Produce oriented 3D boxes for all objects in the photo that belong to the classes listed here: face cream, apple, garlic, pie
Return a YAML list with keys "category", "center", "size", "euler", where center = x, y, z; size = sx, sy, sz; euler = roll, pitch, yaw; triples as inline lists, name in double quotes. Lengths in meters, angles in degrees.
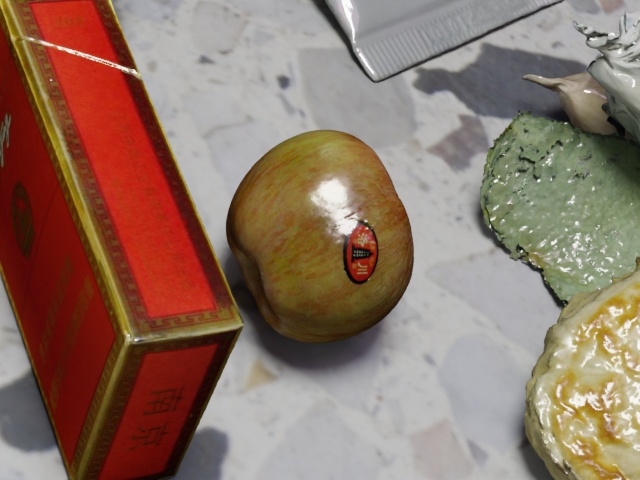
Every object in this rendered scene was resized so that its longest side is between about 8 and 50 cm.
- category: "face cream"
  center: [0.003, -0.324, 1.220]
  size: [0.235, 0.137, 0.420]
  euler: [-27, 77, -38]
- category: "apple"
  center: [-0.001, -0.002, 0.923]
  size: [0.102, 0.126, 0.126]
  euler: [-24, 61, -8]
- category: "garlic"
  center: [0.228, -0.092, 1.136]
  size: [0.152, 0.066, 0.084]
  euler: [-10, 29, -35]
- category: "pie"
  center: [0.226, 0.110, 0.938]
  size: [0.205, 0.084, 0.179]
  euler: [35, 72, 7]

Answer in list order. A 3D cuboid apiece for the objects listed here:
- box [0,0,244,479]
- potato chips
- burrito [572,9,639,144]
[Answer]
- category: "box"
  center: [-0.127, -0.002, 0.849]
  size: [0.074, 0.153, 0.240]
  euler: [-11, 57, -24]
- category: "potato chips"
  center: [0.217, -0.005, 1.054]
  size: [0.228, 0.059, 0.167]
  euler: [44, 54, 8]
- category: "burrito"
  center: [0.336, -0.084, 1.095]
  size: [0.445, 0.101, 0.139]
  euler: [8, 81, -36]
